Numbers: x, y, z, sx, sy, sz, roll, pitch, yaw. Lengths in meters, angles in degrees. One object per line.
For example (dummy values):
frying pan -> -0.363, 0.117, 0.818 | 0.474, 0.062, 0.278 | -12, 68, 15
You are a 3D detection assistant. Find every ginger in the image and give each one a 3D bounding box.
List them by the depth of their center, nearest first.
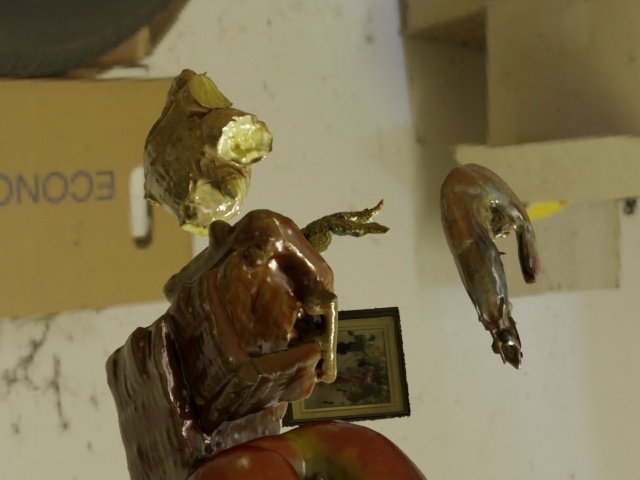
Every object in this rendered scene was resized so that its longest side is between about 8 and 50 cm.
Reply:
ginger -> -0.125, -0.086, 1.199 | 0.102, 0.157, 0.216 | 21, -165, -37

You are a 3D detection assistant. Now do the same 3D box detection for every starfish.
starfish -> 0.000, 0.000, 1.628 | 0.208, 0.053, 0.176 | -23, -166, 20

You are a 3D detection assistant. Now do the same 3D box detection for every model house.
model house -> -0.078, 0.131, 1.000 | 0.220, 0.229, 0.199 | 39, 135, -24

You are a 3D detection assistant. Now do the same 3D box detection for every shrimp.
shrimp -> 0.209, 0.026, 1.306 | 0.144, 0.251, 0.052 | 1, 164, -36

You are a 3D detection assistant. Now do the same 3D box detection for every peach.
peach -> -0.012, 0.262, 0.879 | 0.244, 0.243, 0.199 | -6, -155, -1

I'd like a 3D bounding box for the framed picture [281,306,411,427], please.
framed picture -> 0.033, 0.190, 1.724 | 0.195, 0.199, 0.010 | -4, 145, -1
